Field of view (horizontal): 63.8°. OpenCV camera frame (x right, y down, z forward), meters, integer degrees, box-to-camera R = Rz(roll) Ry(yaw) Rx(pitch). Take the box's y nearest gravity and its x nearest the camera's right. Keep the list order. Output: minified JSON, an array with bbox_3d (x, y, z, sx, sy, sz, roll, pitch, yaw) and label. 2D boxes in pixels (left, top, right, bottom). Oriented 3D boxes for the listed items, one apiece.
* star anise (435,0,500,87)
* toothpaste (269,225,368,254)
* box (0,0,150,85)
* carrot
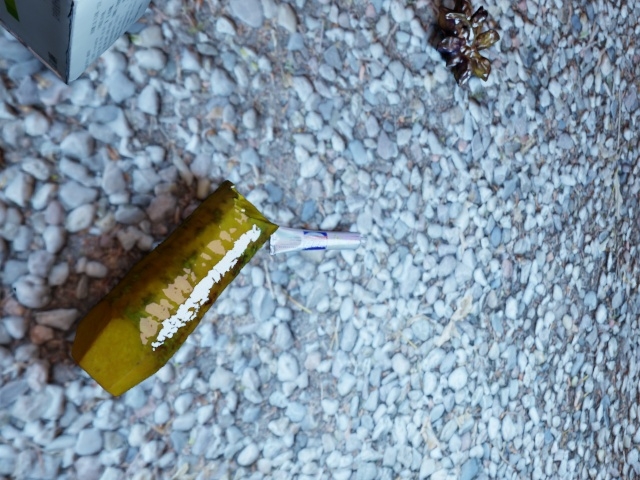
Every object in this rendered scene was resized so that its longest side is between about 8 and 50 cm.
[{"bbox_3d":[0.262,-0.357,0.925,0.167,0.057,0.168,-6,99,-38],"label":"star anise"},{"bbox_3d":[0.000,0.000,0.799,0.169,0.028,0.045,1,98,-28],"label":"toothpaste"},{"bbox_3d":[-0.249,-0.281,0.469,0.173,0.332,0.145,45,75,-23],"label":"box"},{"bbox_3d":[-0.176,0.051,0.653,0.114,0.114,0.302,48,69,-22],"label":"carrot"}]
